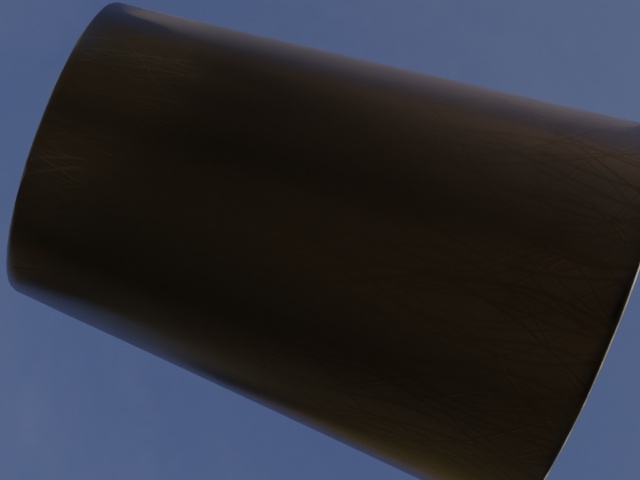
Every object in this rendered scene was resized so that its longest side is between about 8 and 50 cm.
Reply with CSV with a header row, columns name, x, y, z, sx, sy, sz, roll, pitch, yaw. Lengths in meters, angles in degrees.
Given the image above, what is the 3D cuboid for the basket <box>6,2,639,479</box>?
name,x,y,z,sx,sy,sz,roll,pitch,yaw
basket,0.000,0.000,0.647,0.226,0.154,0.204,20,-36,3
